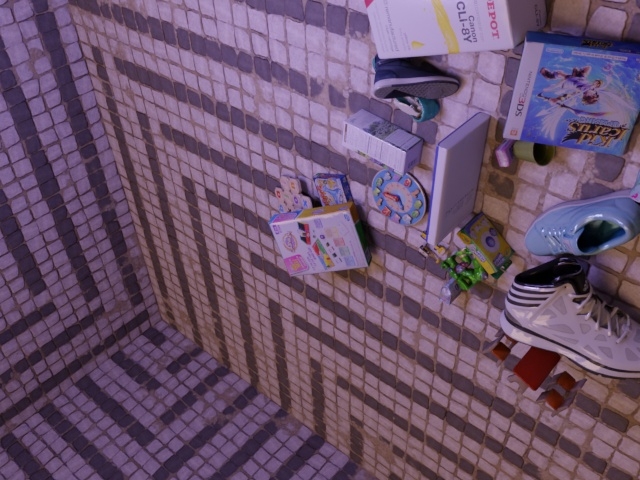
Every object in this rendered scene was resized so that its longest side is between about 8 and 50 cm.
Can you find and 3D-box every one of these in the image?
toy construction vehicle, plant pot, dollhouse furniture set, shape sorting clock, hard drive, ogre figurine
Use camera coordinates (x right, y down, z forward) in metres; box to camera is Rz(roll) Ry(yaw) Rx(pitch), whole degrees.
[{"bbox_3d":[0.363,0.020,2.060,0.098,0.035,0.086,38,133,15],"label":"toy construction vehicle"},{"bbox_3d":[0.532,-0.230,1.597,0.079,0.083,0.083,16,134,57],"label":"plant pot"},{"bbox_3d":[0.643,0.318,1.802,0.262,0.259,0.135,43,148,12],"label":"dollhouse furniture set"},{"bbox_3d":[0.249,-0.138,2.033,0.206,0.040,0.206,30,141,28],"label":"shape sorting clock"},{"bbox_3d":[0.369,-0.163,1.718,0.040,0.210,0.318,29,140,30],"label":"hard drive"},{"bbox_3d":[0.450,0.088,1.963,0.197,0.097,0.118,-39,78,45],"label":"ogre figurine"}]

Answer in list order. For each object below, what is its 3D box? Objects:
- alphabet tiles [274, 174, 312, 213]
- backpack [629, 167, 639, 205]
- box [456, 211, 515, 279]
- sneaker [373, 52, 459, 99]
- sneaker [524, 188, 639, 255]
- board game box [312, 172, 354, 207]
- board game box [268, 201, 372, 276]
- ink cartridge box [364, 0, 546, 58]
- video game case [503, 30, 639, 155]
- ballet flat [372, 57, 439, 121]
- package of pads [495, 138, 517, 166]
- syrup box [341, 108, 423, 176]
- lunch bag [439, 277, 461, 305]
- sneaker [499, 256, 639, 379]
[{"bbox_3d":[-0.090,-0.106,2.405,0.278,0.021,0.284,21,127,56],"label":"alphabet tiles"},{"bbox_3d":[0.778,-0.113,1.286,0.253,0.225,0.191,24,115,41],"label":"backpack"},{"bbox_3d":[0.488,0.017,1.842,0.179,0.105,0.043,52,147,-1],"label":"box"},{"bbox_3d":[0.254,-0.462,1.690,0.226,0.163,0.086,1,156,0],"label":"sneaker"},{"bbox_3d":[0.639,-0.021,1.592,0.135,0.150,0.366,54,146,-2],"label":"sneaker"},{"bbox_3d":[0.057,-0.141,2.256,0.136,0.035,0.201,10,128,45],"label":"board game box"},{"bbox_3d":[0.000,0.000,2.271,0.317,0.064,0.242,-8,119,23],"label":"board game box"},{"bbox_3d":[0.292,-0.586,1.459,0.385,0.160,0.279,11,130,43],"label":"ink cartridge box"},{"bbox_3d":[0.562,-0.319,1.394,0.270,0.061,0.244,11,135,12],"label":"video game case"},{"bbox_3d":[0.221,-0.422,1.761,0.247,0.087,0.083,45,146,10],"label":"ballet flat"},{"bbox_3d":[0.484,-0.230,1.636,0.032,0.083,0.050,2,126,42],"label":"package of pads"},{"bbox_3d":[0.183,-0.298,1.914,0.237,0.093,0.096,31,142,27],"label":"syrup box"},{"bbox_3d":[0.430,0.160,2.072,0.053,0.071,0.083,31,140,29],"label":"lunch bag"},{"bbox_3d":[0.701,0.196,1.633,0.448,0.169,0.257,15,137,19],"label":"sneaker"}]
